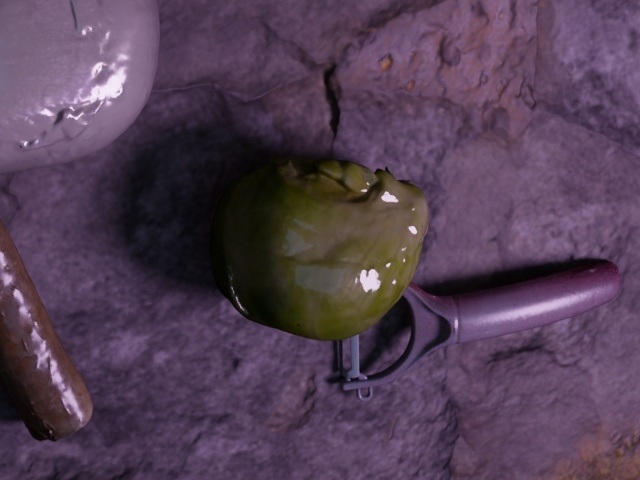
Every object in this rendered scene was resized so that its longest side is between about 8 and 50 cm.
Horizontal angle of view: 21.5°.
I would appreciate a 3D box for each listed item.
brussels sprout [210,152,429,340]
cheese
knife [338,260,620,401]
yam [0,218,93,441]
[{"bbox_3d":[-0.001,0.008,1.366,0.183,0.131,0.145,6,86,-24],"label":"brussels sprout"},{"bbox_3d":[-0.207,-0.140,1.202,0.189,0.154,0.198,0,97,-26],"label":"cheese"},{"bbox_3d":[0.150,0.070,1.493,0.278,0.053,0.123,-10,119,-18],"label":"knife"},{"bbox_3d":[-0.258,0.027,1.301,0.066,0.066,0.300,-28,116,-10],"label":"yam"}]
